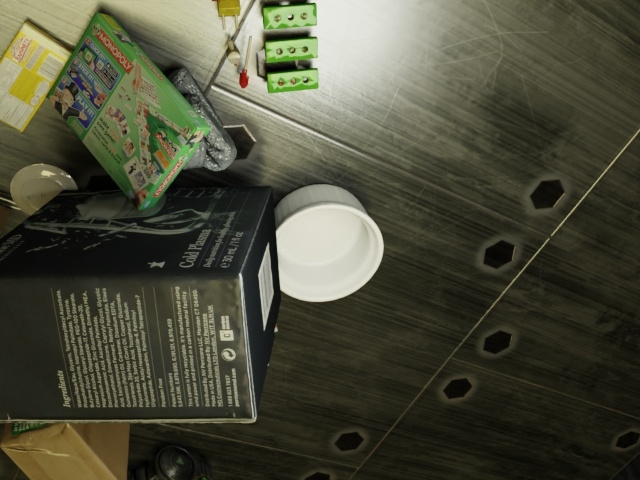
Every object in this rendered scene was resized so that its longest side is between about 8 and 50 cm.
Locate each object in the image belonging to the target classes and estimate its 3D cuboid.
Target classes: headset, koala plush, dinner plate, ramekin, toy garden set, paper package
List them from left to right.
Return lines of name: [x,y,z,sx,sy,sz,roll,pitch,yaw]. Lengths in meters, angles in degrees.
dinner plate: [-0.607,-0.103,1.512,0.141,0.017,0.141,-5,125,-7]
paper package: [-0.614,0.445,1.704,0.168,0.324,0.309,-21,125,2]
headset: [-0.482,0.725,2.011,0.243,0.185,0.394,-33,136,12]
koala plush: [-0.307,-0.194,1.414,0.221,0.196,0.203,-30,135,4]
toy garden set: [-0.110,-0.419,1.385,0.204,0.049,0.244,-8,126,-9]
ramekin: [0.000,0.000,1.644,0.278,0.135,0.277,-6,125,-8]

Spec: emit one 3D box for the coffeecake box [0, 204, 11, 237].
coffeecake box: [-0.751,0.025,1.490,0.068,0.142,0.185,26,116,-26]

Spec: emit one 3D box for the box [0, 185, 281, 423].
box: [-0.337,0.099,1.330,0.473,0.480,0.297,-2,111,3]

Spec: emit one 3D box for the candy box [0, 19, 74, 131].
candy box: [-0.586,-0.320,1.358,0.105,0.027,0.206,33,112,-27]

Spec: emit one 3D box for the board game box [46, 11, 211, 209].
board game box: [-0.373,-0.244,1.309,0.213,0.317,0.046,-47,165,24]

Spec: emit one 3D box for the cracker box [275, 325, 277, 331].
cracker box: [-0.249,0.213,1.779,0.232,0.067,0.155,-25,126,6]
